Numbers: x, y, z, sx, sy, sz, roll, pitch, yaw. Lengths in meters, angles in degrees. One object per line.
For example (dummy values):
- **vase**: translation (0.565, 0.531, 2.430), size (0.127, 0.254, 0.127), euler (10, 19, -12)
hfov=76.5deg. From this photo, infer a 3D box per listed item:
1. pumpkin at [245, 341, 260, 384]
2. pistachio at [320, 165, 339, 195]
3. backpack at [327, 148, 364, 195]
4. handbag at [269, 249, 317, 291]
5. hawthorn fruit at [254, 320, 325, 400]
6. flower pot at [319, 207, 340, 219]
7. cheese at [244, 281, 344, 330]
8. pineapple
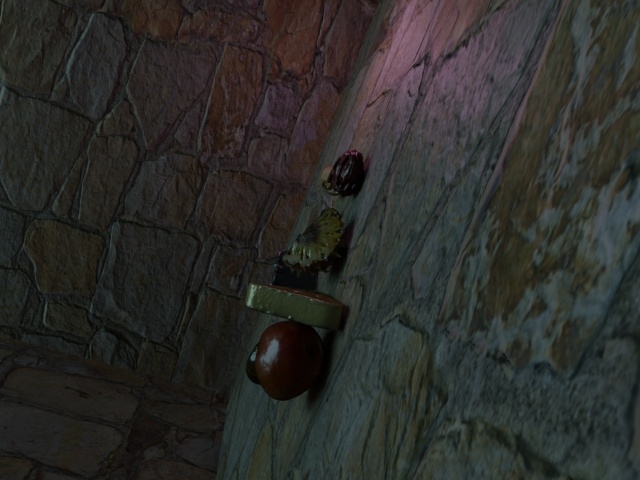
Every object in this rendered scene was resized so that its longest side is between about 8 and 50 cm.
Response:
- **pumpkin**: translation (-0.270, 0.632, 2.125), size (0.260, 0.189, 0.260), euler (-60, -13, -23)
- **pistachio**: translation (0.081, -0.318, 2.180), size (0.229, 0.157, 0.157), euler (-112, 43, -65)
- **backpack**: translation (0.130, -0.329, 1.931), size (0.229, 0.139, 0.229), euler (-161, 90, -79)
- **handbag**: translation (-0.132, 0.197, 2.042), size (0.089, 0.239, 0.326), euler (-57, 17, 34)
- **hawthorn fruit**: translation (-0.118, 0.433, 1.500), size (0.284, 0.284, 0.284), euler (-160, 90, -79)
- **flower pot**: translation (0.049, -0.108, 2.082), size (0.089, 0.111, 0.111), euler (37, -108, -85)
- **cheese**: translation (-0.069, 0.253, 1.609), size (0.384, 0.384, 0.104), euler (-179, 101, -78)
- **pineapple**: translation (0.024, 0.058, 1.827), size (0.344, 0.209, 0.286), euler (-48, -21, -11)
